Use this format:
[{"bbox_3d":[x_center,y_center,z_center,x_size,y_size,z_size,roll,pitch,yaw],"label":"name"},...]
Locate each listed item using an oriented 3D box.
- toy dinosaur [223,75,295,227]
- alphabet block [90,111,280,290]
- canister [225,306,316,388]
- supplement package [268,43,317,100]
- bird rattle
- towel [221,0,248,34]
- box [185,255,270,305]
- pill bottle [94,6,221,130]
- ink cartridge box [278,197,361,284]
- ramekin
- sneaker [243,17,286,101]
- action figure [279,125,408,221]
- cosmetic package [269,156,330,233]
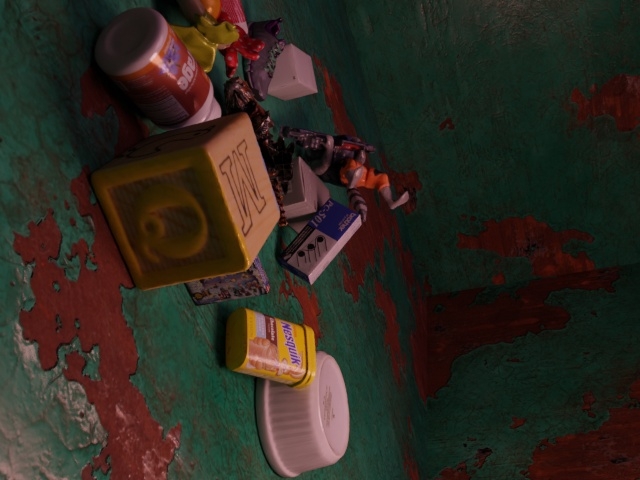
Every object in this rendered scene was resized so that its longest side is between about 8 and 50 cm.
[{"bbox_3d":[-0.124,-0.185,1.395,0.322,0.164,0.218,49,10,-21],"label":"toy dinosaur"},{"bbox_3d":[-0.191,-0.063,0.987,0.197,0.192,0.194,-68,142,-64],"label":"alphabet block"},{"bbox_3d":[-0.095,0.205,1.238,0.169,0.073,0.126,23,49,-38],"label":"canister"},{"bbox_3d":[-0.088,-0.446,1.739,0.179,0.105,0.105,-18,97,-75],"label":"supplement package"},{"bbox_3d":[-0.205,-0.428,1.248,0.207,0.143,0.253,62,24,-9],"label":"bird rattle"},{"bbox_3d":[-0.248,-0.585,1.379,0.237,0.037,0.329,-53,131,-63],"label":"towel"},{"bbox_3d":[-0.163,0.058,1.095,0.027,0.137,0.094,-77,151,-56],"label":"box"},{"bbox_3d":[-0.247,-0.253,1.037,0.216,0.121,0.121,51,32,-59],"label":"pill bottle"},{"bbox_3d":[0.000,0.000,1.573,0.207,0.097,0.046,-49,153,-21],"label":"ink cartridge box"},{"bbox_3d":[-0.028,0.358,1.385,0.273,0.127,0.273,-10,90,-74],"label":"ramekin"},{"bbox_3d":[-0.132,-0.452,1.600,0.083,0.098,0.224,40,42,-66],"label":"sneaker"},{"bbox_3d":[0.034,-0.196,1.772,0.341,0.330,0.179,7,110,-35],"label":"action figure"},{"bbox_3d":[-0.048,-0.105,1.663,0.238,0.107,0.127,33,44,-65],"label":"cosmetic package"}]
